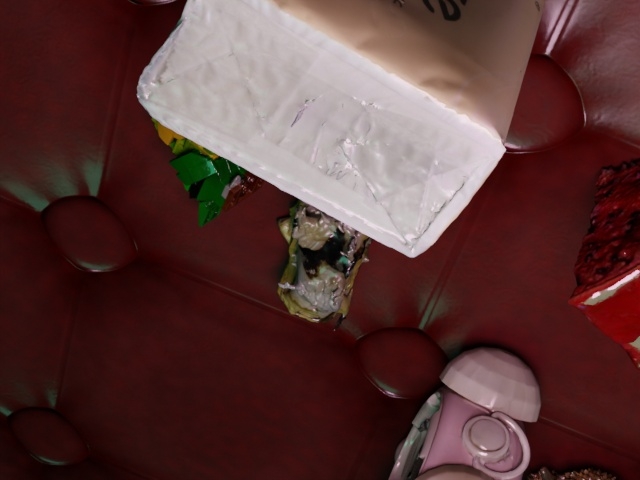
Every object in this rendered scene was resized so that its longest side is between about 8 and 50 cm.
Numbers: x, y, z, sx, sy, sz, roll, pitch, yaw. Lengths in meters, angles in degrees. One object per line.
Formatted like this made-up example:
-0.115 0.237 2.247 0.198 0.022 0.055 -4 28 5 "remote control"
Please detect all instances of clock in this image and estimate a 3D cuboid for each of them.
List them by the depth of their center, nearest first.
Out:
0.182 0.343 1.945 0.184 0.342 0.326 16 140 0 "clock"

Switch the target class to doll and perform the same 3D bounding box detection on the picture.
-0.151 -0.121 1.829 0.134 0.106 0.186 -19 104 48 "doll"

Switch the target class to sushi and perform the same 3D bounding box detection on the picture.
0.002 -0.005 1.855 0.139 0.131 0.291 20 141 2 "sushi"

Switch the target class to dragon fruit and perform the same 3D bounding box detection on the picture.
0.453 0.016 1.703 0.302 0.240 0.330 -35 137 10 "dragon fruit"

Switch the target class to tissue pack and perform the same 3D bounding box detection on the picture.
0.046 -0.223 1.464 0.331 0.405 0.205 30 130 -5 "tissue pack"

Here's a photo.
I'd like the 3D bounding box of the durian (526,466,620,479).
0.368 0.403 2.037 0.196 0.167 0.196 12 124 19 "durian"
